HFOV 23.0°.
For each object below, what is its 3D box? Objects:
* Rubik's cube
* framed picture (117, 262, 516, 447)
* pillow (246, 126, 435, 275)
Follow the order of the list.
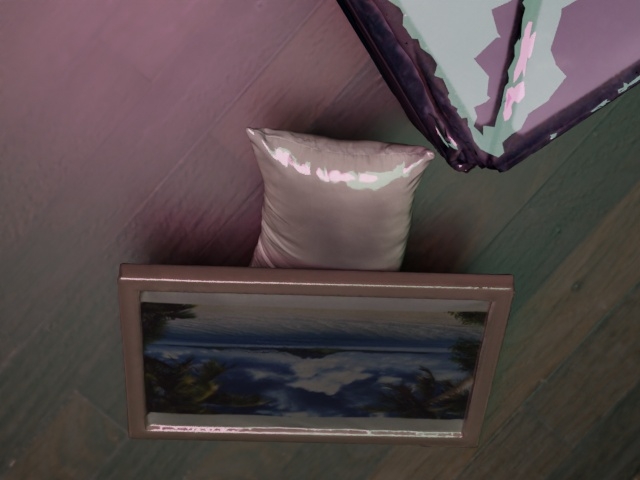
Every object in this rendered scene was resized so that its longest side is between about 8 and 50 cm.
[{"bbox_3d":[0.138,-0.254,1.184,0.305,0.307,0.310,-35,101,2],"label":"Rubik's cube"},{"bbox_3d":[-0.008,0.101,1.318,0.315,0.024,0.232,1,140,-3],"label":"framed picture"},{"bbox_3d":[-0.001,-0.001,1.284,0.144,0.078,0.254,14,142,1],"label":"pillow"}]
